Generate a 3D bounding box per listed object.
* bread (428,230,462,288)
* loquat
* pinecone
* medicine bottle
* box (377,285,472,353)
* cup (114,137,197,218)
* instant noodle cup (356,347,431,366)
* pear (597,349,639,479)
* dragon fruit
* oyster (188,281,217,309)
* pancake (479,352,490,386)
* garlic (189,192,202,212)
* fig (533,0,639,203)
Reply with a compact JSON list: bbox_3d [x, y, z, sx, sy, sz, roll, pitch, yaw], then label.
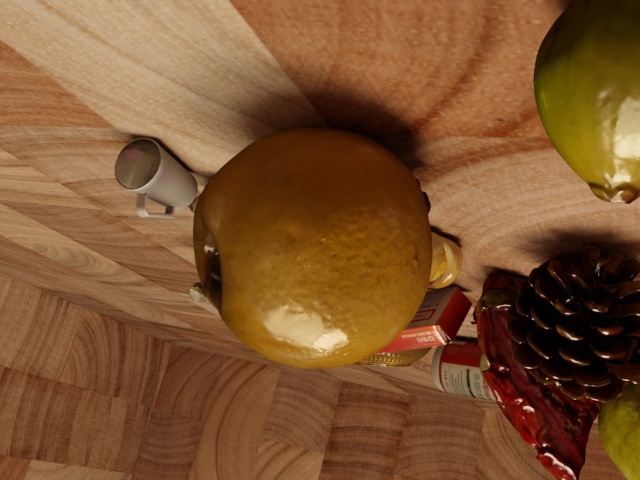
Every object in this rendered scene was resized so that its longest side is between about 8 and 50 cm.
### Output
[{"bbox_3d":[0.123,0.021,1.009,0.177,0.084,0.119,19,164,-26],"label":"bread"},{"bbox_3d":[0.000,0.000,0.774,0.274,0.275,0.275,14,163,4],"label":"loquat"},{"bbox_3d":[0.346,0.098,0.895,0.207,0.208,0.208,14,163,4],"label":"pinecone"},{"bbox_3d":[0.388,0.300,1.590,0.250,0.131,0.131,2,159,39],"label":"medicine bottle"},{"bbox_3d":[0.151,0.148,1.261,0.229,0.123,0.050,-15,113,38],"label":"box"},{"bbox_3d":[-0.228,-0.075,0.973,0.074,0.104,0.116,-7,160,19],"label":"cup"},{"bbox_3d":[0.138,0.227,1.528,0.274,0.091,0.274,3,174,0],"label":"instant noodle cup"},{"bbox_3d":[0.561,0.260,1.049,0.287,0.287,0.375,-2,148,44],"label":"pear"},{"bbox_3d":[0.364,0.203,1.085,0.302,0.330,0.240,26,139,-25],"label":"dragon fruit"},{"bbox_3d":[-0.076,0.121,1.400,0.351,0.115,0.238,-3,-179,15],"label":"oyster"},{"bbox_3d":[0.444,0.271,1.407,0.241,0.050,0.242,12,128,15],"label":"pancake"},{"bbox_3d":[-0.119,-0.036,1.039,0.198,0.090,0.128,11,176,0],"label":"garlic"},{"bbox_3d":[0.214,-0.105,0.461,0.136,0.121,0.153,9,140,36],"label":"fig"}]
